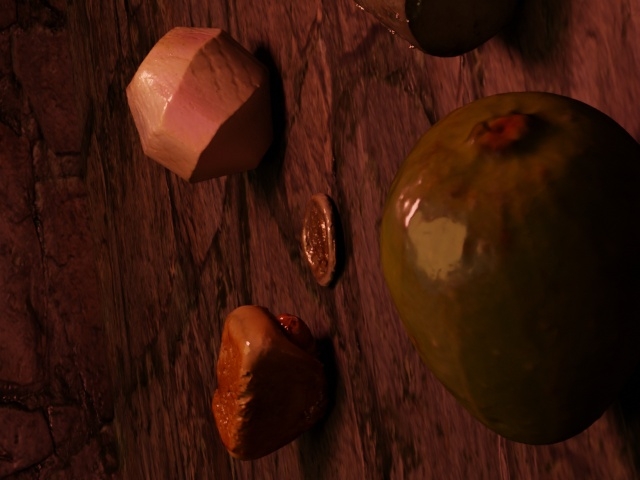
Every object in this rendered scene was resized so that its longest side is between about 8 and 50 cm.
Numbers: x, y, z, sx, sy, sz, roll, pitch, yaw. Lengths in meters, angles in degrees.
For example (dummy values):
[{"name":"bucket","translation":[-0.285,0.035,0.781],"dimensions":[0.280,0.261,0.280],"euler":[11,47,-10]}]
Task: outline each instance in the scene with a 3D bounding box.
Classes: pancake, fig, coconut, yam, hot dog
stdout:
[{"name":"pancake","translation":[0.000,0.000,1.990],"dimensions":[0.139,0.022,0.139],"euler":[177,90,-70]},{"name":"fig","translation":[0.190,0.036,1.202],"dimensions":[0.258,0.258,0.326],"euler":[-134,28,-60]},{"name":"coconut","translation":[-0.185,-0.214,2.192],"dimensions":[0.259,0.259,0.259],"euler":[177,90,-69]},{"name":"yam","translation":[0.107,-0.306,1.471],"dimensions":[0.268,0.161,0.161],"euler":[-128,39,-58]},{"name":"hot dog","translation":[-0.070,0.209,2.029],"dimensions":[0.150,0.153,0.257],"euler":[-121,32,-44]}]
